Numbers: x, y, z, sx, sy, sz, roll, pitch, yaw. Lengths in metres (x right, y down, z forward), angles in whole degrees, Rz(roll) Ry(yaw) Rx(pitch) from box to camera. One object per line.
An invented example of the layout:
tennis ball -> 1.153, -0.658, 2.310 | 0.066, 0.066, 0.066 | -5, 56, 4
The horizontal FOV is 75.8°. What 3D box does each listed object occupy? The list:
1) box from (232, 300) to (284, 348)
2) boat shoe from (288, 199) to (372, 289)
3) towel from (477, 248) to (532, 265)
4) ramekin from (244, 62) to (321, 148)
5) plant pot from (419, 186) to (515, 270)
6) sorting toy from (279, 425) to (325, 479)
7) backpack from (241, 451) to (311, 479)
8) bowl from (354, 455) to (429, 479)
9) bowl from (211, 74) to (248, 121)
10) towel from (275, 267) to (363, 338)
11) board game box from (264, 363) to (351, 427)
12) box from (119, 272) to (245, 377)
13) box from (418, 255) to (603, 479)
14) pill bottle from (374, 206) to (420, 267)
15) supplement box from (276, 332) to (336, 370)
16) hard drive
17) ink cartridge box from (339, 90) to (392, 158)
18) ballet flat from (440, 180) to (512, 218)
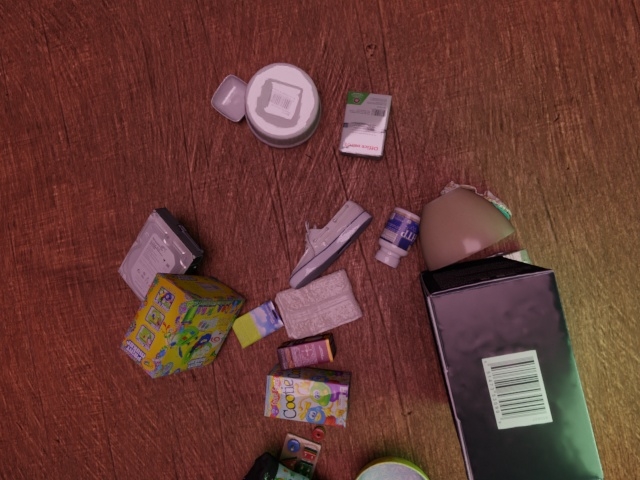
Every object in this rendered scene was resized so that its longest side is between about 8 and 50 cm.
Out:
box -> -0.227, 0.302, 1.498 | 0.178, 0.042, 0.109 | -30, 86, 8
boat shoe -> 0.000, -0.003, 1.417 | 0.367, 0.136, 0.156 | -45, 74, -2
towel -> 0.585, 0.214, 1.381 | 0.311, 0.056, 0.325 | -18, 89, 11
ramekin -> -0.130, -0.465, 1.413 | 0.276, 0.135, 0.278 | 0, 95, -3
plant pot -> 0.421, -0.052, 1.282 | 0.283, 0.284, 0.191 | -28, 85, 7
sorting toy -> -0.081, 0.789, 1.474 | 0.132, 0.046, 0.275 | 17, 93, 8
backpack -> -0.098, 0.926, 1.378 | 0.355, 0.273, 0.290 | 28, 110, -17
bowl -> 0.239, 0.844, 1.370 | 0.288, 0.156, 0.290 | 0, 90, 8
bowl -> -0.312, -0.514, 1.509 | 0.142, 0.053, 0.142 | 37, 95, 6
towel -> -0.010, 0.230, 1.464 | 0.281, 0.049, 0.187 | -22, 87, 8
board game box -> -0.039, 0.529, 1.419 | 0.274, 0.142, 0.145 | 4, 90, 8
box -> -0.453, 0.277, 1.392 | 0.176, 0.290, 0.280 | 29, 93, 23
box -> 0.470, 0.314, 1.139 | 0.296, 0.471, 0.481 | -13, 89, 10
pill bottle -> 0.261, -0.008, 1.392 | 0.111, 0.112, 0.187 | 26, 94, 8
supplement box -> -0.047, 0.389, 1.440 | 0.187, 0.104, 0.081 | -13, 87, 8
hard drive -> -0.579, 0.081, 1.479 | 0.237, 0.064, 0.339 | 47, 116, 10
ink cartridge box -> 0.155, -0.392, 1.421 | 0.152, 0.087, 0.209 | 10, 91, 8
ballet flat -> 0.523, -0.140, 1.372 | 0.240, 0.091, 0.077 | 20, 68, 4
